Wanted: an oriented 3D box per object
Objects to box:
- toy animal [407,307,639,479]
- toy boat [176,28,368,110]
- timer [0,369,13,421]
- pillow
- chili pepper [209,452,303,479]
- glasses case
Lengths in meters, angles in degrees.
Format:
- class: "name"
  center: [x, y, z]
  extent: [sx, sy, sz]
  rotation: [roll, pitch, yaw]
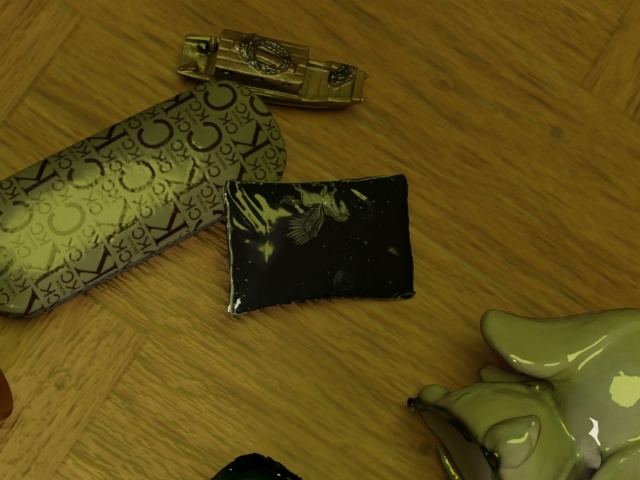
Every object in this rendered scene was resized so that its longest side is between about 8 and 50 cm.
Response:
- class: "toy animal"
  center: [0.242, 0.171, 1.525]
  extent: [0.249, 0.174, 0.289]
  rotation: [41, 73, 2]
- class: "toy boat"
  center: [-0.049, -0.180, 1.624]
  extent: [0.200, 0.077, 0.057]
  rotation: [12, 72, -6]
- class: "timer"
  center: [-0.392, 0.159, 1.463]
  extent: [0.152, 0.132, 0.132]
  rotation: [-38, 83, 6]
- class: "pillow"
  center: [0.000, 0.000, 1.573]
  extent: [0.208, 0.055, 0.141]
  rotation: [-5, 99, -22]
- class: "chili pepper"
  center: [-0.054, 0.343, 1.404]
  extent: [0.233, 0.248, 0.257]
  rotation: [33, 75, 30]
- class: "glasses case"
  center: [-0.200, -0.045, 1.554]
  extent: [0.354, 0.085, 0.137]
  rotation: [-28, 86, -17]
